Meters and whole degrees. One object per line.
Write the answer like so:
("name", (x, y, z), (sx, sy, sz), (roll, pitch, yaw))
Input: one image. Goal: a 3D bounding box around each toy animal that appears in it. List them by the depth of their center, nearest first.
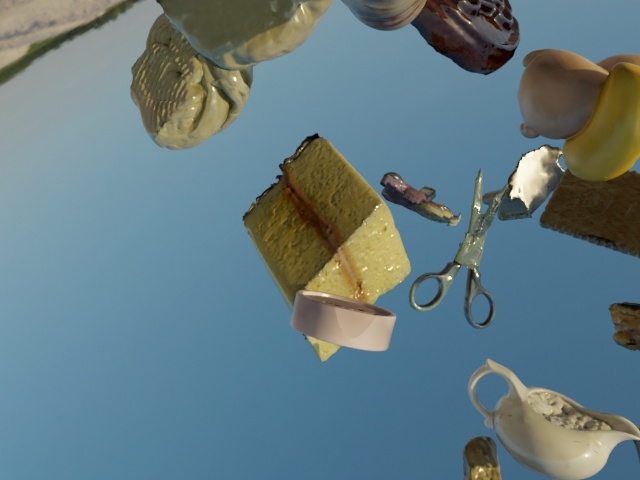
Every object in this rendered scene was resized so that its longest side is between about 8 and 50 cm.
("toy animal", (0.620, -0.288, 1.456), (0.246, 0.278, 0.345), (-32, -143, -29))

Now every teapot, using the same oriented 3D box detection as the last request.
("teapot", (0.413, 0.336, 1.238), (0.208, 0.299, 0.166), (-45, 162, -56))

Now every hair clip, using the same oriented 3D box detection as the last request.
("hair clip", (0.173, -0.067, 1.150), (0.056, 0.146, 0.187), (-64, 173, 10))

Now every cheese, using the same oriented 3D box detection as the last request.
("cheese", (-0.137, -0.454, 1.101), (0.318, 0.326, 0.115), (-53, -179, 20))

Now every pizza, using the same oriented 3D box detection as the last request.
("pizza", (0.314, 0.097, 0.581), (0.041, 0.130, 0.178), (-61, 178, -9))

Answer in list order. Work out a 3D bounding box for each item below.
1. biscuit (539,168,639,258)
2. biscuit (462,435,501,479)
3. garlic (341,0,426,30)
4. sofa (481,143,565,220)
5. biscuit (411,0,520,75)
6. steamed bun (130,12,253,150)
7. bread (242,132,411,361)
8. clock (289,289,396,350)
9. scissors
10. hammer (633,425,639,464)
("biscuit", (0.709, -0.075, 1.587), (0.324, 0.044, 0.217), (23, -103, 40))
("biscuit", (0.322, 0.534, 1.272), (0.091, 0.213, 0.274), (-11, -147, 7))
("garlic", (0.066, -0.427, 0.853), (0.245, 0.253, 0.245), (-54, 179, -1))
("sofa", (0.679, -0.203, 2.238), (0.258, 0.182, 0.200), (-42, -172, -12))
("biscuit", (0.248, -0.510, 1.296), (0.091, 0.407, 0.407), (-37, -164, 39))
("steamed bun", (-0.275, -0.360, 1.493), (0.320, 0.206, 0.275), (-50, -117, 10))
("bread", (0.000, 0.000, 1.581), (0.345, 0.242, 0.405), (-36, -134, -10))
("clock", (0.042, 0.151, 1.277), (0.197, 0.196, 0.068), (17, -85, 58))
("scissors", (0.370, 0.017, 1.649), (0.029, 0.255, 0.384), (21, -85, 69))
("hammer", (0.672, 0.448, 1.373), (0.125, 0.027, 0.297), (7, -172, 17))
